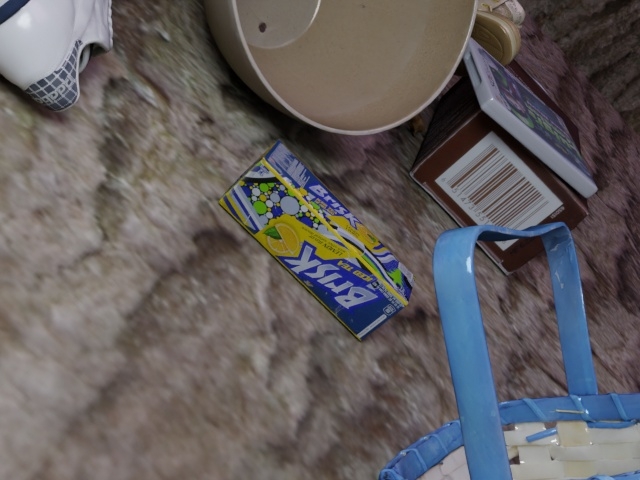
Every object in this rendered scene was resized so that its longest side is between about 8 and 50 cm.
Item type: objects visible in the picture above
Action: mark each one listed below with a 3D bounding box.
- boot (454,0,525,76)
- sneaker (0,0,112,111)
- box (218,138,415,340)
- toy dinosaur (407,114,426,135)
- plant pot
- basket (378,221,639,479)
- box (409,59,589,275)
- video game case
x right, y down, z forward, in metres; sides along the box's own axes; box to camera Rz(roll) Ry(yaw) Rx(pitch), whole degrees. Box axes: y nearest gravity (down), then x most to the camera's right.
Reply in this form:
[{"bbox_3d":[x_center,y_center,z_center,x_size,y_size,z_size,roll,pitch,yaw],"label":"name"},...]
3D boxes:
[{"bbox_3d":[0.232,-0.306,1.254,0.203,0.262,0.095,-24,111,-29],"label":"boot"},{"bbox_3d":[-0.197,-0.182,0.661,0.095,0.090,0.235,50,26,-28],"label":"sneaker"},{"bbox_3d":[0.000,0.000,0.728,0.169,0.059,0.054,45,27,-8],"label":"box"},{"bbox_3d":[0.073,-0.213,1.131,0.211,0.064,0.112,27,34,-37],"label":"toy dinosaur"},{"bbox_3d":[-0.009,-0.259,0.885,0.284,0.284,0.191,28,-4,-36],"label":"plant pot"},{"bbox_3d":[0.150,0.131,0.587,0.254,0.201,0.289,-1,86,-59],"label":"basket"},{"bbox_3d":[0.255,-0.130,1.222,0.191,0.143,0.381,45,28,-7],"label":"box"},{"bbox_3d":[0.251,-0.154,1.066,0.190,0.022,0.173,35,29,-25],"label":"video game case"}]
